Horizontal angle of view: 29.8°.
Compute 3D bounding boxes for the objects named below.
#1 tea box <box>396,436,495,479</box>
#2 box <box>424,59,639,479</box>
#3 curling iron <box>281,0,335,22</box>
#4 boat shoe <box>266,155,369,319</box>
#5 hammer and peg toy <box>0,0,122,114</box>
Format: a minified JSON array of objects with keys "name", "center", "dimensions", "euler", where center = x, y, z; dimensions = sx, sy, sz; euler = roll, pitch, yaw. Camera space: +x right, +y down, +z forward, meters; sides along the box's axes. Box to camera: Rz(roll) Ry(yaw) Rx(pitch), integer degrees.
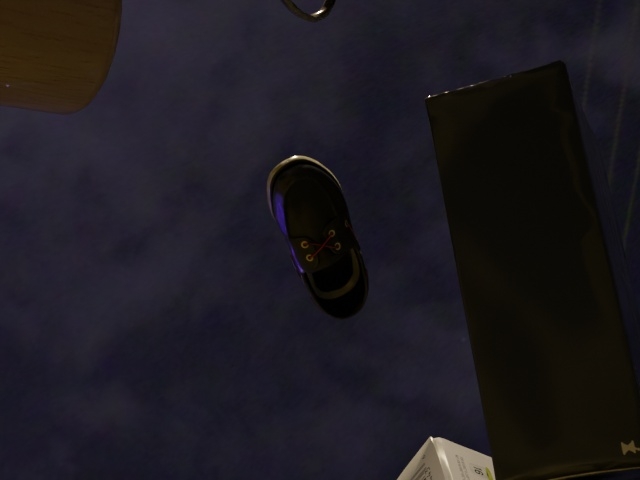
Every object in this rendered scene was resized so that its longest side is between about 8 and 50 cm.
[{"name":"tea box","center":[0.187,0.369,0.887],"dimensions":[0.324,0.329,0.220],"euler":[25,-67,-18]},{"name":"box","center":[0.160,0.037,0.823],"dimensions":[0.103,0.184,0.261],"euler":[-13,-107,14]},{"name":"curling iron","center":[0.007,-0.210,0.399],"dimensions":[0.035,0.068,0.273],"euler":[3,-93,26]},{"name":"boat shoe","center":[0.002,-0.001,0.783],"dimensions":[0.049,0.042,0.133],"euler":[-24,-44,-3]},{"name":"hammer and peg toy","center":[-0.120,-0.237,0.352],"dimensions":[0.266,0.127,0.361],"euler":[36,-64,44]}]
